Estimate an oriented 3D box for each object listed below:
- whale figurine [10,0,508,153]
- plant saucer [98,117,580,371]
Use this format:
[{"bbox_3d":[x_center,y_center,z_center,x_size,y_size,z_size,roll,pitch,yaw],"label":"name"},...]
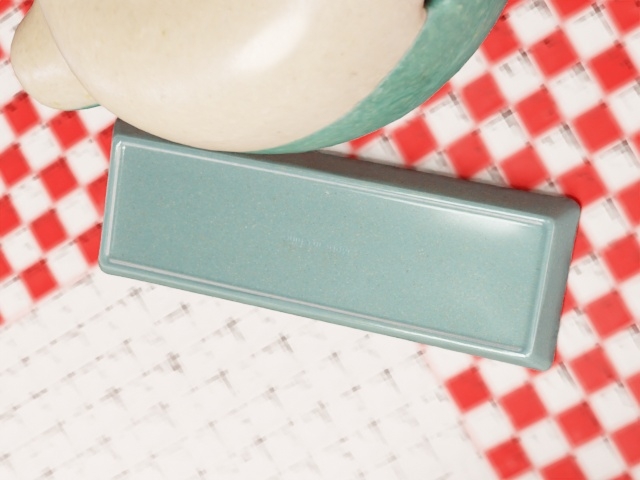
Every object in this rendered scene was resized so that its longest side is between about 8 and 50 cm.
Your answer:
[{"bbox_3d":[-0.039,-0.141,0.554,0.272,0.141,0.216,38,109,36],"label":"whale figurine"},{"bbox_3d":[0.000,0.000,0.604,0.192,0.018,0.067,12,101,18],"label":"plant saucer"}]
